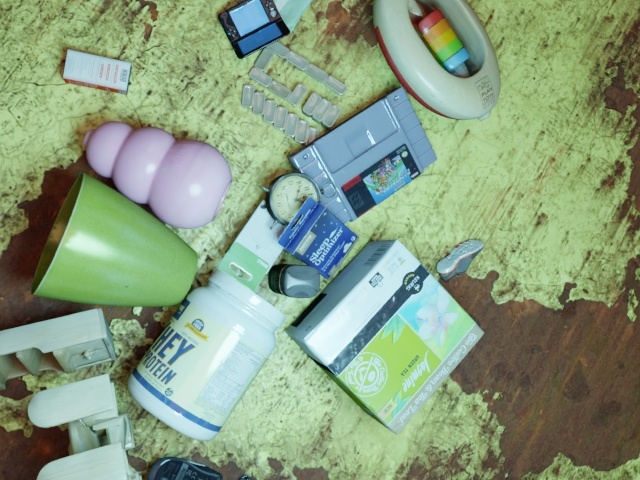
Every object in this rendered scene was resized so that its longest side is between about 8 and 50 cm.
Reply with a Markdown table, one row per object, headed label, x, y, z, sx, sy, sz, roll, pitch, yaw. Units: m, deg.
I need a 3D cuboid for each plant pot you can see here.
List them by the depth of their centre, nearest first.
| label | x | y | z | sx | sy | sz | roll | pitch | yaw |
| --- | --- | --- | --- | --- | --- | --- | --- | --- | --- |
| plant pot | -0.431 | 0.034 | 1.316 | 0.293 | 0.275 | 0.275 | 23 | 82 | -27 |

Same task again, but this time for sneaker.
| label | x | y | z | sx | sy | sz | roll | pitch | yaw |
| --- | --- | --- | --- | --- | --- | --- | --- | --- | --- |
| sneaker | 0.383 | 0.057 | 1.634 | 0.158 | 0.061 | 0.065 | -33 | 124 | -13 |

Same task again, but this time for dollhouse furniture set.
| label | x | y | z | sx | sy | sz | roll | pitch | yaw |
| --- | --- | --- | --- | --- | --- | --- | --- | --- | --- |
| dollhouse furniture set | -0.534 | 0.371 | 1.220 | 0.256 | 0.362 | 0.394 | -12 | 64 | -16 |

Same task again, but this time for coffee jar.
| label | x | y | z | sx | sy | sz | roll | pitch | yaw |
| --- | --- | --- | --- | --- | --- | --- | --- | --- | --- |
| coffee jar | -0.063 | 0.096 | 1.434 | 0.096 | 0.184 | 0.079 | 3 | 87 | -15 |

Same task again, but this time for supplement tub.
| label | x | y | z | sx | sy | sz | roll | pitch | yaw |
| --- | --- | --- | --- | --- | --- | --- | --- | --- | --- |
| supplement tub | -0.249 | 0.253 | 1.352 | 0.235 | 0.235 | 0.325 | 36 | 79 | -11 |

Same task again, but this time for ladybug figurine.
| label | x | y | z | sx | sy | sz | roll | pitch | yaw |
| --- | --- | --- | --- | --- | --- | --- | --- | --- | --- |
| ladybug figurine | 0.289 | -0.492 | 1.546 | 0.305 | 0.162 | 0.449 | -36 | 96 | -29 |

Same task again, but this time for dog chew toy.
| label | x | y | z | sx | sy | sz | roll | pitch | yaw |
| --- | --- | --- | --- | --- | --- | --- | --- | --- | --- |
| dog chew toy | -0.373 | -0.163 | 1.358 | 0.332 | 0.206 | 0.207 | 25 | 82 | -5 |

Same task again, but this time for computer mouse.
| label | x | y | z | sx | sy | sz | roll | pitch | yaw |
| --- | --- | --- | --- | --- | --- | --- | --- | --- | --- |
| computer mouse | -0.303 | 0.618 | 1.419 | 0.262 | 0.060 | 0.184 | 25 | 77 | -25 |

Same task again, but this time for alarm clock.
| label | x | y | z | sx | sy | sz | roll | pitch | yaw |
| --- | --- | --- | --- | --- | --- | --- | --- | --- | --- |
| alarm clock | -0.049 | -0.103 | 1.443 | 0.192 | 0.064 | 0.129 | -16 | 99 | -16 |

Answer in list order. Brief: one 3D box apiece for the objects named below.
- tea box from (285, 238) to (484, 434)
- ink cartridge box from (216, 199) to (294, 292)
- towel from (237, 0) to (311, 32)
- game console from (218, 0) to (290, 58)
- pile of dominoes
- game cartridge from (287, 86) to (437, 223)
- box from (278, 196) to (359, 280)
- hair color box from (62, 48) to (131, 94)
| label | x | y | z | sx | sy | sz | roll | pitch | yaw |
| --- | --- | --- | --- | --- | --- | --- | --- | --- | --- |
| tea box | 0.151 | 0.224 | 1.470 | 0.323 | 0.220 | 0.329 | 46 | 78 | -10 |
| ink cartridge box | -0.157 | 0.017 | 1.456 | 0.109 | 0.062 | 0.209 | 36 | 69 | -11 |
| towel | -0.155 | -0.705 | 1.513 | 0.325 | 0.038 | 0.248 | 33 | 79 | -12 |
| game console | -0.164 | -0.527 | 1.460 | 0.144 | 0.085 | 0.124 | -27 | 106 | 1 |
| pile of dominoes | -0.071 | -0.367 | 1.535 | 0.251 | 0.040 | 0.196 | 32 | 85 | -4 |
| game cartridge | 0.119 | -0.208 | 1.541 | 0.355 | 0.068 | 0.230 | -35 | 104 | -14 |
| box | 0.000 | 0.000 | 1.454 | 0.136 | 0.036 | 0.225 | -55 | 141 | -2 |
| hair color box | -0.519 | -0.392 | 1.399 | 0.141 | 0.043 | 0.072 | 9 | 86 | -14 |
